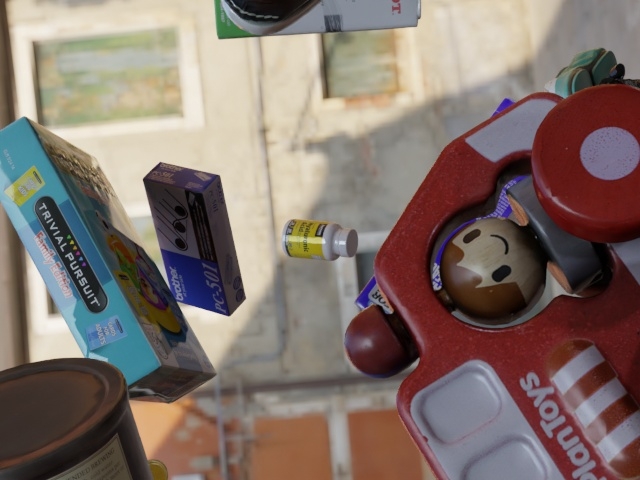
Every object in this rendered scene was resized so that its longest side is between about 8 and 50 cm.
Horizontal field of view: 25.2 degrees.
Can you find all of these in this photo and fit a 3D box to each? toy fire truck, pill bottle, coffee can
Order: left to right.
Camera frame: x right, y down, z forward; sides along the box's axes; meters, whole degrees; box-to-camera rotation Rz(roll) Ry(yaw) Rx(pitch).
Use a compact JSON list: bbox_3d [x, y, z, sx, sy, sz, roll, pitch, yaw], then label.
[{"bbox_3d":[-0.232,0.270,1.262,0.201,0.202,0.275,-89,-13,-68],"label":"coffee can"},{"bbox_3d":[0.000,0.000,2.346,0.065,0.116,0.065,-19,-68,-62],"label":"pill bottle"},{"bbox_3d":[0.156,0.059,0.941,0.302,0.254,0.169,57,177,21],"label":"toy fire truck"}]

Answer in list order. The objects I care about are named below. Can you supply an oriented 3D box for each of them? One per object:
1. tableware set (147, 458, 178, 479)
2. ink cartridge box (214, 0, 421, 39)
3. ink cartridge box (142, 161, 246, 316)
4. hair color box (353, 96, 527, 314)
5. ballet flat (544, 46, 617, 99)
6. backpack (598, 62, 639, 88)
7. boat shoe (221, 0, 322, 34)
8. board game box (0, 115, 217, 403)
[{"bbox_3d":[-0.229,0.294,1.684,0.104,0.154,0.024,-53,-33,-14],"label":"tableware set"},{"bbox_3d":[-0.008,-0.403,2.022,0.121,0.289,0.211,-91,-2,-72],"label":"ink cartridge box"},{"bbox_3d":[-0.165,-0.001,1.892,0.046,0.097,0.207,-50,-37,-40],"label":"ink cartridge box"},{"bbox_3d":[0.191,-0.015,1.928,0.338,0.110,0.185,-55,-11,-2],"label":"hair color box"},{"bbox_3d":[0.416,-0.250,2.346,0.247,0.087,0.083,-43,-63,-55],"label":"ballet flat"},{"bbox_3d":[0.526,-0.096,2.220,0.276,0.213,0.263,99,160,-50],"label":"backpack"},{"bbox_3d":[0.028,-0.314,1.333,0.302,0.114,0.091,-51,-4,-13],"label":"boat shoe"},{"bbox_3d":[-0.265,0.032,1.732,0.336,0.079,0.254,60,-175,12],"label":"board game box"}]
